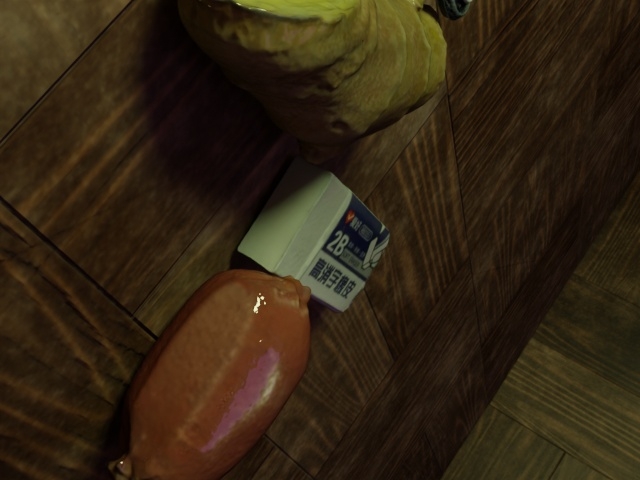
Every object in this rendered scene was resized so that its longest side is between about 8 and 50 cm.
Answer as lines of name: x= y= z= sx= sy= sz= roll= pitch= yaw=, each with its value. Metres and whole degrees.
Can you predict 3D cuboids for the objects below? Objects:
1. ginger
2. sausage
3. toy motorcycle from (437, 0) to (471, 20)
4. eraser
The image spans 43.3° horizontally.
ginger: x=0.004 y=-0.163 z=0.691 sx=0.190 sy=0.126 sz=0.354 roll=-55 pitch=153 yaw=13
sausage: x=-0.103 y=0.136 z=0.783 sx=0.254 sy=0.148 sz=0.148 roll=-54 pitch=154 yaw=-1
toy motorcycle: x=0.111 y=-0.321 z=0.730 sx=0.151 sy=0.074 sz=0.229 roll=-15 pitch=109 yaw=-58
eraser: x=0.000 y=0.000 z=0.907 sx=0.124 sy=0.068 sz=0.210 roll=-57 pitch=154 yaw=-2
